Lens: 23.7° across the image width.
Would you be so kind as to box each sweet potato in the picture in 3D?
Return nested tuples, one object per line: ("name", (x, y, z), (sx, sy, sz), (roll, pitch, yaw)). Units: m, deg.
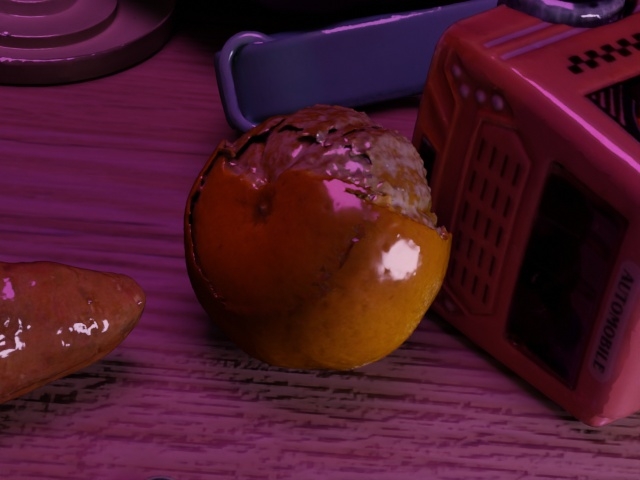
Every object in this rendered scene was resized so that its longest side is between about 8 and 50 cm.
("sweet potato", (-0.208, 0.055, 0.784), (0.251, 0.097, 0.097), (-11, 39, -21))

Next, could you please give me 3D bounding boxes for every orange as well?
("orange", (0.000, 0.000, 0.856), (0.156, 0.134, 0.157), (-9, 67, 22))

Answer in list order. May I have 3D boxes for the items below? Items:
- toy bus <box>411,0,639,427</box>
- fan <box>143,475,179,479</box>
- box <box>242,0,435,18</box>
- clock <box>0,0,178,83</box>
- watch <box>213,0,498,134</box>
("toy bus", (0.262, -0.068, 0.944), (0.426, 0.203, 0.233), (-22, 49, -32))
("fan", (-0.060, 0.187, 0.695), (0.132, 0.009, 0.220), (12, 35, 9))
("box", (-0.014, -0.250, 1.220), (0.290, 0.073, 0.289), (-16, 35, -43))
("clock", (-0.225, -0.191, 1.177), (0.234, 0.029, 0.235), (4, 36, -3))
("watch", (0.033, -0.118, 1.021), (0.237, 0.068, 0.195), (-13, 8, -25))
